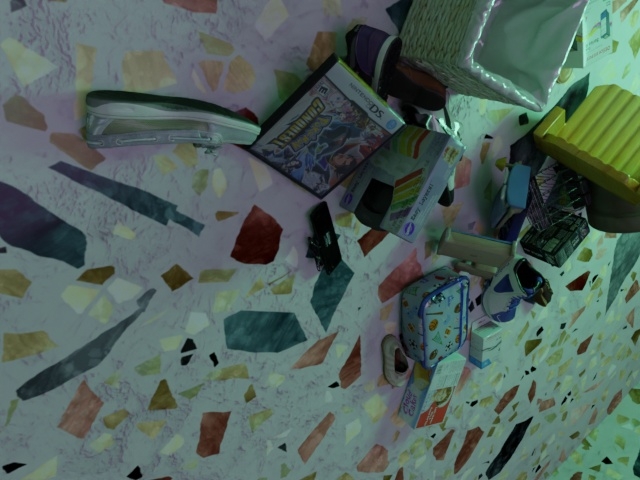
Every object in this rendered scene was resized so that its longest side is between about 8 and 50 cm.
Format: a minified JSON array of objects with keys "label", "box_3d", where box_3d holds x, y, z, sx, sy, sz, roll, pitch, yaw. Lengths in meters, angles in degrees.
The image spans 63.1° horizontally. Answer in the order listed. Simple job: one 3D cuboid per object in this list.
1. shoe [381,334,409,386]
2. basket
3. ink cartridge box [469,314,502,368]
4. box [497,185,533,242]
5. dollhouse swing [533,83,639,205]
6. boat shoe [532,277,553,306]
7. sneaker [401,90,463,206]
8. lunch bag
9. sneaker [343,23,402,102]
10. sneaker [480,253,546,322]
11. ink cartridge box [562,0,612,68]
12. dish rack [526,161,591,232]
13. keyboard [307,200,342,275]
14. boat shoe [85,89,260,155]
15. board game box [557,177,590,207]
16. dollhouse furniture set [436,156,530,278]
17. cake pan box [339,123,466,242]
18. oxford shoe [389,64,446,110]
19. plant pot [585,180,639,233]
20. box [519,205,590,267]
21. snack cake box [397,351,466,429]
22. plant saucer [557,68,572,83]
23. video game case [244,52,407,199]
[{"label":"shoe","box_3d":[0.241,0.397,1.660,0.077,0.058,0.218,-30,125,-21]},{"label":"basket","box_3d":[0.401,-0.520,1.226,0.329,0.266,0.331,11,104,-38]},{"label":"ink cartridge box","box_3d":[0.604,0.367,1.903,0.104,0.060,0.180,-21,121,-27]},{"label":"box","box_3d":[0.613,-0.070,1.651,0.037,0.136,0.225,13,123,6]},{"label":"dollhouse swing","box_3d":[0.883,-0.327,1.549,0.304,0.347,0.315,-55,158,12]},{"label":"boat shoe","box_3d":[0.831,0.174,1.974,0.073,0.073,0.207,-51,137,-8]},{"label":"sneaker","box_3d":[0.333,-0.244,1.395,0.146,0.122,0.330,-34,126,-17]},{"label":"lunch bag","box_3d":[0.373,0.237,1.650,0.243,0.115,0.303,-22,122,-29]},{"label":"sneaker","box_3d":[0.089,-0.354,1.201,0.107,0.124,0.283,-45,158,-44]},{"label":"sneaker","box_3d":[0.655,0.168,1.771,0.128,0.182,0.315,-26,123,-22]},{"label":"ink cartridge box","box_3d":[0.783,-0.638,1.550,0.154,0.093,0.212,-29,122,-22]},{"label":"dish rack","box_3d":[0.775,-0.158,1.745,0.272,0.074,0.208,-28,100,-16]},{"label":"keyboard","box_3d":[0.000,0.000,1.337,0.100,0.038,0.191,-47,132,-40]},{"label":"boat shoe","box_3d":[-0.272,-0.212,0.991,0.321,0.118,0.103,-1,117,-31]},{"label":"board game box","box_3d":[0.969,-0.286,1.877,0.214,0.046,0.317,-10,116,-31]},{"label":"dollhouse furniture set","box_3d":[0.489,-0.078,1.613,0.286,0.198,0.303,84,21,-71]},{"label":"cake pan box","box_3d":[0.185,-0.146,1.256,0.070,0.246,0.266,25,96,-36]},{"label":"oxford shoe","box_3d":[0.207,-0.388,1.259,0.212,0.076,0.076,23,58,-15]},{"label":"plant pot","box_3d":[1.055,-0.216,1.771,0.323,0.323,0.280,-30,109,-21]},{"label":"box","box_3d":[0.821,-0.014,1.828,0.180,0.147,0.077,-48,129,-9]},{"label":"snack cake box","box_3d":[0.383,0.505,1.790,0.152,0.089,0.264,4,108,-38]},{"label":"plant saucer","box_3d":[0.769,-0.537,1.643,0.084,0.013,0.083,-14,117,-29]},{"label":"video game case","box_3d":[0.014,-0.235,1.153,0.275,0.035,0.248,-40,134,22]}]
